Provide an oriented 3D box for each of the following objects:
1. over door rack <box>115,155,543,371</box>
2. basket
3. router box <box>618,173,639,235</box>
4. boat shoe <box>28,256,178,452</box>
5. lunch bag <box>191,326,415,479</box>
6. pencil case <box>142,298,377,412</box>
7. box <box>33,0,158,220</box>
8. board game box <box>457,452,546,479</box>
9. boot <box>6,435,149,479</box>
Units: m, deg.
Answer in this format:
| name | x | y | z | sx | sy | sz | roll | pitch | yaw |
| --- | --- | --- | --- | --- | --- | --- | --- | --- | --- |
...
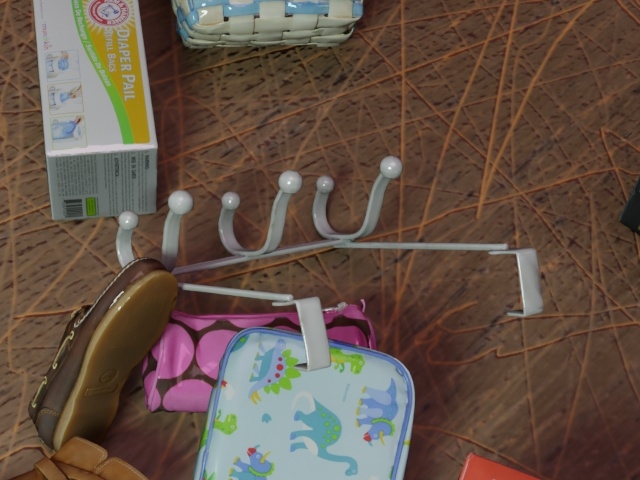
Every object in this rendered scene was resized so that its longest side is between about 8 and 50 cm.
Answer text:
| name | x | y | z | sx | sy | sz | roll | pitch | yaw |
| --- | --- | --- | --- | --- | --- | --- | --- | --- | --- |
| over door rack | 0.000 | 0.000 | 1.249 | 0.239 | 0.108 | 0.324 | -12 | 19 | -32 |
| basket | -0.068 | -0.345 | 1.502 | 0.255 | 0.201 | 0.289 | -2 | 90 | -9 |
| router box | 0.424 | -0.047 | 1.330 | 0.243 | 0.309 | 0.081 | 38 | 65 | 16 |
| boat shoe | -0.194 | 0.092 | 1.248 | 0.073 | 0.207 | 0.073 | 5 | 34 | -50 |
| lunch bag | -0.016 | 0.189 | 1.221 | 0.176 | 0.090 | 0.219 | 12 | 83 | -4 |
| pencil case | -0.055 | 0.104 | 1.311 | 0.209 | 0.095 | 0.098 | -1 | 94 | -10 |
| box | -0.220 | -0.136 | 1.425 | 0.103 | 0.114 | 0.203 | -5 | 58 | -10 |
| board game box | 0.234 | 0.290 | 1.140 | 0.316 | 0.242 | 0.064 | 20 | 60 | 6 |
| boot | -0.179 | 0.246 | 1.147 | 0.197 | 0.073 | 0.152 | 37 | 50 | 16 |
